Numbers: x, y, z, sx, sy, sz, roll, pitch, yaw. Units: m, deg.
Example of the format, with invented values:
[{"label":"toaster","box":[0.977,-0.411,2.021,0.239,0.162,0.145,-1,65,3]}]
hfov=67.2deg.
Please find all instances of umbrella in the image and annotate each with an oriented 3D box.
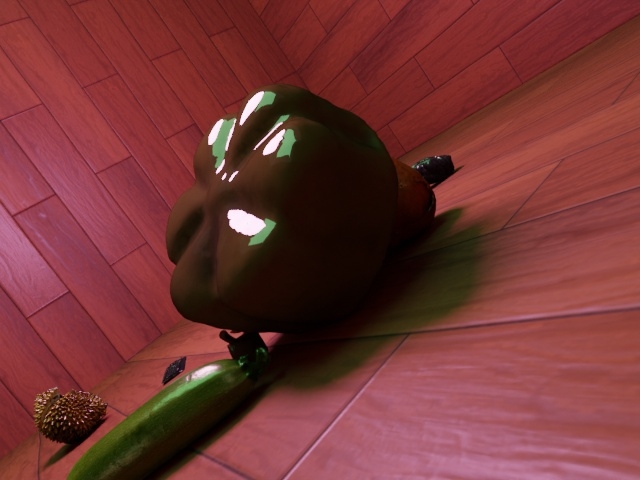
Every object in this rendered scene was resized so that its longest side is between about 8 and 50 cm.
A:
[{"label":"umbrella","box":[0.255,-0.184,1.484,0.325,0.094,0.090,-20,-22,-5]}]

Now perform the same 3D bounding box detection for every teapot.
[{"label":"teapot","box":[-0.146,0.205,0.904,0.080,0.110,0.085,-32,40,-10]}]

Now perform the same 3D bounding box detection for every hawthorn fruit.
[{"label":"hawthorn fruit","box":[0.102,-0.106,1.053,0.211,0.299,0.211,-50,3,3]}]

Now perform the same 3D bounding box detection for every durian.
[{"label":"durian","box":[-0.736,0.533,1.435,0.193,0.138,0.237,-25,-33,20]}]

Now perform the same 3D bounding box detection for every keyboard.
[{"label":"keyboard","box":[-0.443,0.388,1.460,0.074,0.015,0.196,-36,7,-12]}]

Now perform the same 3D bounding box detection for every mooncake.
[{"label":"mooncake","box":[-0.092,-0.053,0.902,0.262,0.468,0.466,17,-32,-37]}]

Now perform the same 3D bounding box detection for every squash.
[{"label":"squash","box":[-0.240,0.290,0.764,0.378,0.101,0.101,-35,6,-4]}]

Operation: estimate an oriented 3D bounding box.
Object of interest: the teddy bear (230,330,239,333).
[{"label":"teddy bear","box":[-0.160,0.154,1.237,0.181,0.129,0.251,-4,-43,-40]}]
